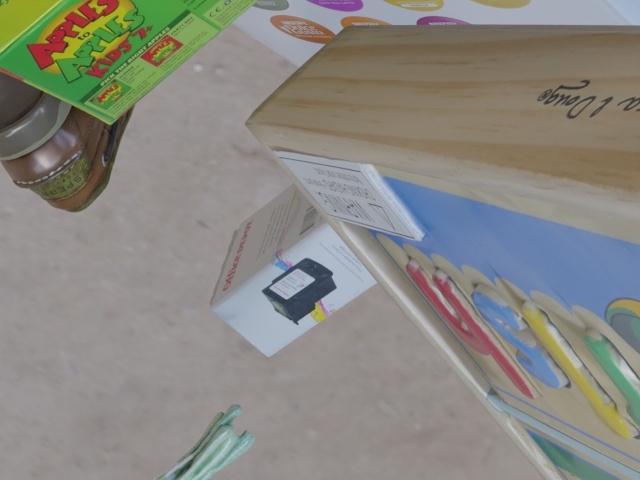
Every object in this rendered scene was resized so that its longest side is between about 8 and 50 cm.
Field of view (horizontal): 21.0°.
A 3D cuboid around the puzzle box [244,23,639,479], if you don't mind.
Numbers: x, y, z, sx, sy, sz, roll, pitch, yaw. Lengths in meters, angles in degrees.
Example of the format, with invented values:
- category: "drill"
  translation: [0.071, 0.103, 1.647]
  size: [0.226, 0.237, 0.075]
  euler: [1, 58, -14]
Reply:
- category: "puzzle box"
  translation: [0.139, 0.067, 0.411]
  size: [0.052, 0.409, 0.272]
  euler: [-44, 108, -9]

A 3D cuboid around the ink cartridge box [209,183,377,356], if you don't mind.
- category: "ink cartridge box"
  translation: [0.000, 0.000, 1.453]
  size: [0.072, 0.175, 0.127]
  euler: [41, 34, -19]

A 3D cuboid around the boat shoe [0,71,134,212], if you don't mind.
- category: "boat shoe"
  translation: [-0.195, -0.149, 1.391]
  size: [0.104, 0.111, 0.307]
  euler: [52, 37, -35]

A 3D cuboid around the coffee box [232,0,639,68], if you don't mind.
- category: "coffee box"
  translation: [0.061, -0.322, 1.136]
  size: [0.334, 0.338, 0.338]
  euler: [29, 72, -48]

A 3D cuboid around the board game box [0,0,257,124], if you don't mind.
- category: "board game box"
  translation: [-0.045, -0.126, 0.658]
  size: [0.181, 0.043, 0.092]
  euler: [-38, 157, 12]

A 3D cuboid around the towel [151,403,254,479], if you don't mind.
- category: "towel"
  translation: [-0.196, 0.230, 1.188]
  size: [0.325, 0.248, 0.038]
  euler: [-35, 85, -18]
